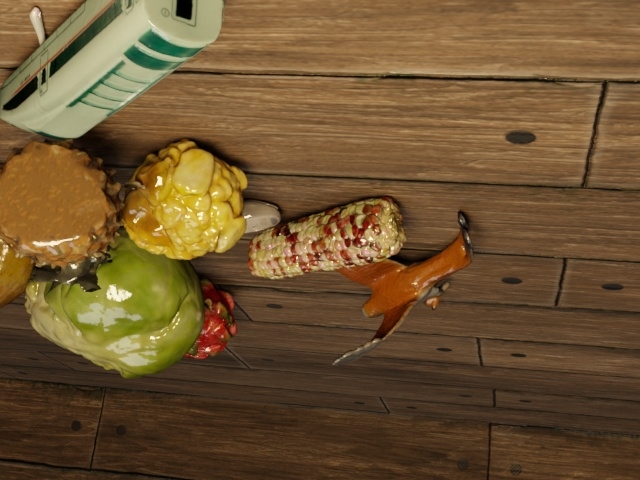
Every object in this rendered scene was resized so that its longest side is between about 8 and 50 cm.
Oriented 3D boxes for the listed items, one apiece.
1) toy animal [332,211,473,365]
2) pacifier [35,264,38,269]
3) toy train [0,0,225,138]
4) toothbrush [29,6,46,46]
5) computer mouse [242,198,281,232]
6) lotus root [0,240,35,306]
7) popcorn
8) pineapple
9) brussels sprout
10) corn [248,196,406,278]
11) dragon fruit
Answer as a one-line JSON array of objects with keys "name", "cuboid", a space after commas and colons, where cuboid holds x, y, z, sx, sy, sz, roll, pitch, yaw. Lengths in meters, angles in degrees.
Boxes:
[{"name": "toy animal", "cuboid": [0.150, 0.046, 1.535, 0.284, 0.225, 0.302, -25, 163, 22]}, {"name": "pacifier", "cuboid": [-0.571, 0.071, 1.935, 0.083, 0.068, 0.064, 29, -168, -9]}, {"name": "toy train", "cuboid": [-0.237, -0.167, 0.993, 0.086, 0.088, 0.407, 7, 164, -36]}, {"name": "toothbrush", "cuboid": [-0.301, -0.207, 1.040, 0.017, 0.014, 0.162, 22, 161, -1]}, {"name": "computer mouse", "cuboid": [-0.108, -0.039, 1.432, 0.096, 0.039, 0.066, -12, 162, -1]}, {"name": "lotus root", "cuboid": [-0.575, 0.016, 1.633, 0.180, 0.199, 0.188, -36, -177, 24]}, {"name": "popcorn", "cuboid": [-0.174, -0.054, 1.271, 0.163, 0.140, 0.194, 19, 149, -10]}, {"name": "pineapple", "cuboid": [-0.320, -0.013, 1.246, 0.165, 0.165, 0.364, 9, 166, -5]}, {"name": "brussels sprout", "cuboid": [-0.331, 0.104, 1.613, 0.274, 0.242, 0.316, 16, 154, -38]}, {"name": "corn", "cuboid": [0.000, 0.000, 1.408, 0.280, 0.092, 0.092, -12, 154, 36]}, {"name": "dragon fruit", "cuboid": [-0.243, 0.147, 1.896, 0.166, 0.160, 0.172, 43, 142, 3]}]
